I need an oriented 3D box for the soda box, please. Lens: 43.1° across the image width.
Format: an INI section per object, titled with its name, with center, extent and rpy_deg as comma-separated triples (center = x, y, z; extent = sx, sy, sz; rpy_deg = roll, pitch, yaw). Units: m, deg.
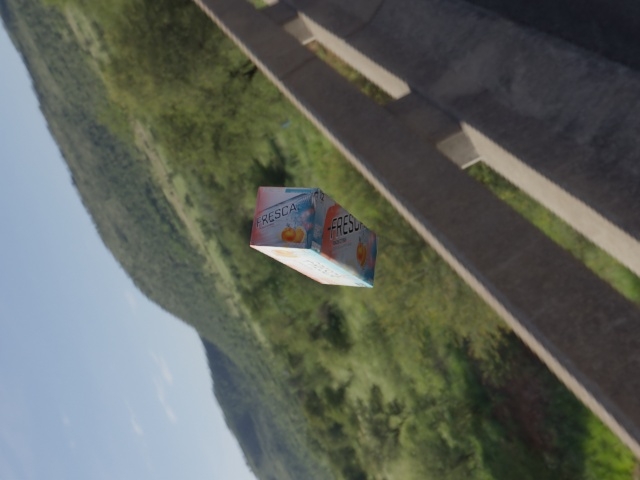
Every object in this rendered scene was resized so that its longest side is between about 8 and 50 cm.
[soda box]
center = 0.000, 0.000, 0.792
extent = 0.183, 0.063, 0.058
rpy_deg = 32, -116, -65
